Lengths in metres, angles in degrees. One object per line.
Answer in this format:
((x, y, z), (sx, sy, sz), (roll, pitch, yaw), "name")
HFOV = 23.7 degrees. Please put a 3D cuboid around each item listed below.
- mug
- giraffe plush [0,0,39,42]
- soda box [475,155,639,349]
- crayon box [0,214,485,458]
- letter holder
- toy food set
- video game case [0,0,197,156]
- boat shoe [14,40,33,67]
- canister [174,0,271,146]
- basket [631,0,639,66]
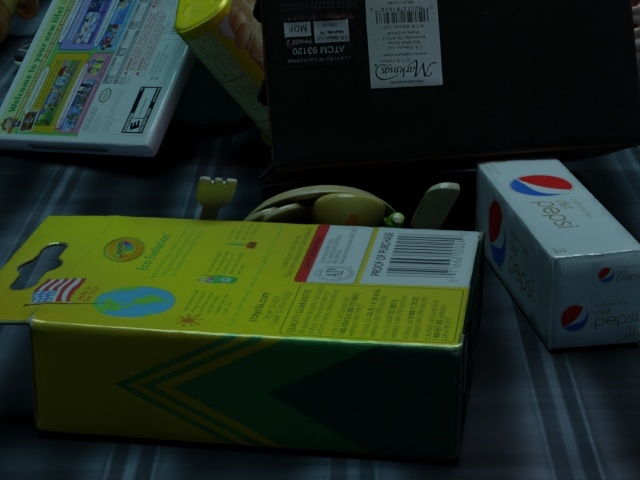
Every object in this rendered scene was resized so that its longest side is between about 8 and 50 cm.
((-0.133, -0.174, 1.583), (0.158, 0.097, 0.129), (11, 25, 30), "mug")
((-0.434, -0.309, 1.875), (0.181, 0.170, 0.210), (9, 50, 14), "giraffe plush")
((0.174, 0.003, 1.143), (0.069, 0.074, 0.216), (-5, 21, -8), "soda box")
((-0.057, 0.055, 1.012), (0.319, 0.081, 0.202), (3, 21, 9), "crayon box")
((0.096, -0.135, 1.317), (0.302, 0.152, 0.214), (-4, -3, -6), "letter holder")
((0.000, 0.000, 1.132), (0.192, 0.132, 0.038), (1, 60, -11), "toy food set")
((-0.210, -0.176, 1.504), (0.193, 0.023, 0.212), (4, 60, 27), "video game case")
((-0.295, -0.252, 1.836), (0.075, 0.065, 0.206), (12, 25, 30), "boat shoe")
((-0.061, -0.181, 1.457), (0.073, 0.170, 0.126), (-25, 37, 24), "canister")
((0.153, -0.278, 1.610), (0.328, 0.266, 0.331), (-5, 21, -10), "basket")
